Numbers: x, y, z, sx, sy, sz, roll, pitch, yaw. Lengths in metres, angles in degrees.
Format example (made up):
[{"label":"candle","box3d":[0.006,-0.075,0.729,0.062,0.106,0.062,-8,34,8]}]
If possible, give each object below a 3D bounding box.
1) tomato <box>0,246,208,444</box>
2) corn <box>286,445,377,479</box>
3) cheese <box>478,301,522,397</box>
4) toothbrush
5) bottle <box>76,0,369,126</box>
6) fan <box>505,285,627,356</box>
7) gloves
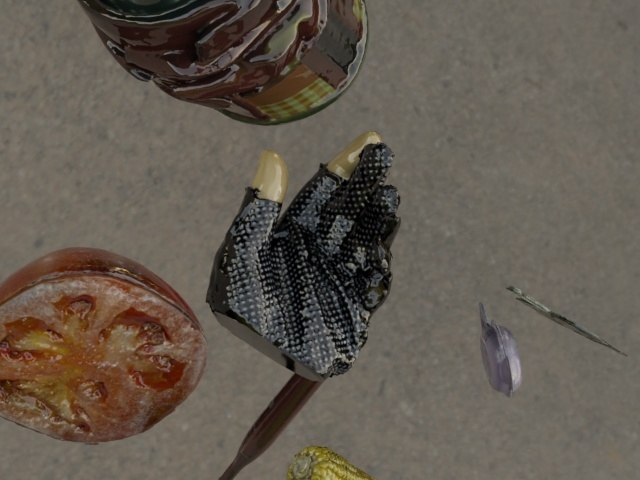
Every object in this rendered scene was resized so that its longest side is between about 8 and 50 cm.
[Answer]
[{"label":"tomato","box3d":[-0.324,0.127,1.364,0.338,0.338,0.144,23,31,-30]},{"label":"corn","box3d":[0.037,0.303,1.138,0.203,0.072,0.072,41,54,-38]},{"label":"cheese","box3d":[0.241,0.152,1.330,0.042,0.191,0.105,-10,104,0]},{"label":"toothbrush","box3d":[-0.065,0.240,1.276,0.040,0.364,0.041,28,28,-17]},{"label":"bottle","box3d":[-0.057,-0.154,0.537,0.271,0.143,0.156,14,57,-75]},{"label":"fan","box3d":[0.304,0.097,1.276,0.226,0.152,0.008,29,89,-43]},{"label":"gloves","box3d":[0.002,0.002,0.731,0.129,0.106,0.181,26,74,19]}]
